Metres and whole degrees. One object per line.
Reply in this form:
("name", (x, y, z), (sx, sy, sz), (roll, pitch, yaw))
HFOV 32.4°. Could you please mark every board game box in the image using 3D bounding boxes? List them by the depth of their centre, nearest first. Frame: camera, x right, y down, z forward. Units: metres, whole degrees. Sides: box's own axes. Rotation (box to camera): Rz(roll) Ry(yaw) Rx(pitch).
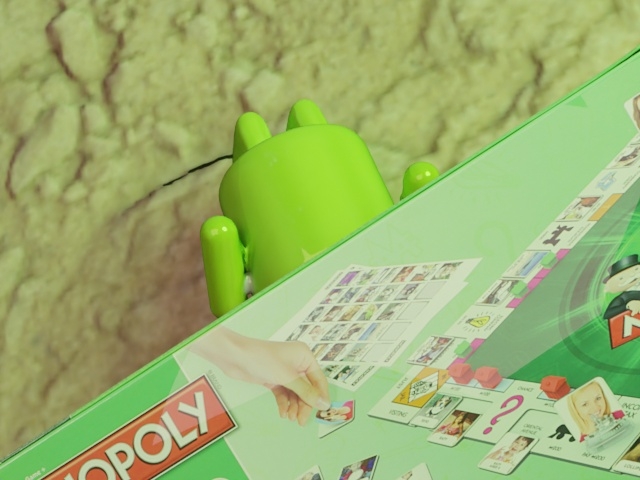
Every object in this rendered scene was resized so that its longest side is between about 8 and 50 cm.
("board game box", (0.033, 0.109, 0.376), (0.317, 0.046, 0.213), (-33, 84, 8))

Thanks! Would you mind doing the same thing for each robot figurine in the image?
("robot figurine", (0.000, 0.000, 0.447), (0.101, 0.067, 0.115), (-15, 65, -17))
